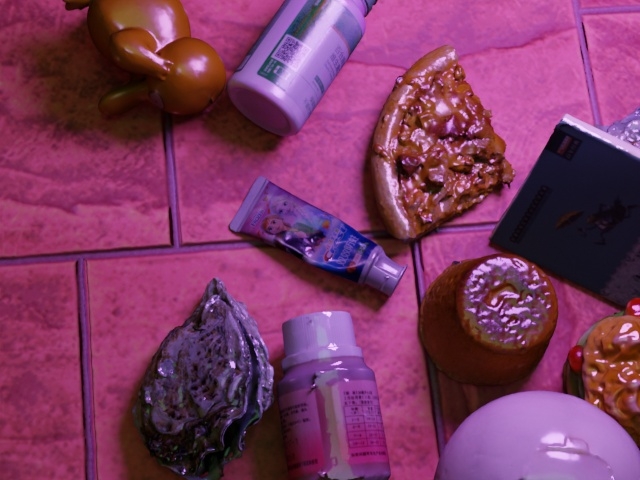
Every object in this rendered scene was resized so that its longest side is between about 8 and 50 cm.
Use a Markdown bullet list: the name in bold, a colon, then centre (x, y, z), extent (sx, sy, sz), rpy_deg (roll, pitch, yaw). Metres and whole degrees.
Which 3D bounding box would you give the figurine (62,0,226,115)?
- **figurine**: centre (-0.252, -0.288, 1.702), extent (0.215, 0.215, 0.228), rpy_deg (-14, 89, -10)

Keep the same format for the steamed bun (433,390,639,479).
- **steamed bun**: centre (0.294, 0.330, 1.542), extent (0.309, 0.309, 0.309), rpy_deg (2, 73, -5)

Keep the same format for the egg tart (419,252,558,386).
- **egg tart**: centre (0.249, 0.101, 1.653), extent (0.202, 0.147, 0.202), rpy_deg (1, 71, -4)

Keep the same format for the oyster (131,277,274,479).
- **oyster**: centre (-0.151, 0.200, 1.613), extent (0.198, 0.112, 0.268), rpy_deg (26, 80, 24)

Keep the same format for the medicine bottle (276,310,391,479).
- **medicine bottle**: centre (0.012, 0.228, 1.593), extent (0.147, 0.147, 0.247), rpy_deg (-6, 74, -8)

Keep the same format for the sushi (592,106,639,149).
- **sushi**: centre (0.520, -0.088, 1.729), extent (0.274, 0.139, 0.184), rpy_deg (34, 66, 16)

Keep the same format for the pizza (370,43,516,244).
- **pizza**: centre (0.192, -0.143, 1.755), extent (0.226, 0.086, 0.335), rpy_deg (16, 71, 0)

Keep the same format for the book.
- **book**: centre (0.462, -0.007, 1.661), extent (0.379, 0.264, 0.031), rpy_deg (25, 44, 3)

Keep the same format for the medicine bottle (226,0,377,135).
- **medicine bottle**: centre (-0.020, -0.302, 1.754), extent (0.133, 0.133, 0.274), rpy_deg (30, 73, 4)

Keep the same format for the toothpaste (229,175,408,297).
- **toothpaste**: centre (0.000, 0.000, 1.712), extent (0.266, 0.061, 0.096), rpy_deg (27, 73, 9)

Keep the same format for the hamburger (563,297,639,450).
- **hamburger**: centre (0.462, 0.198, 1.638), extent (0.237, 0.149, 0.237), rpy_deg (1, 78, -3)
